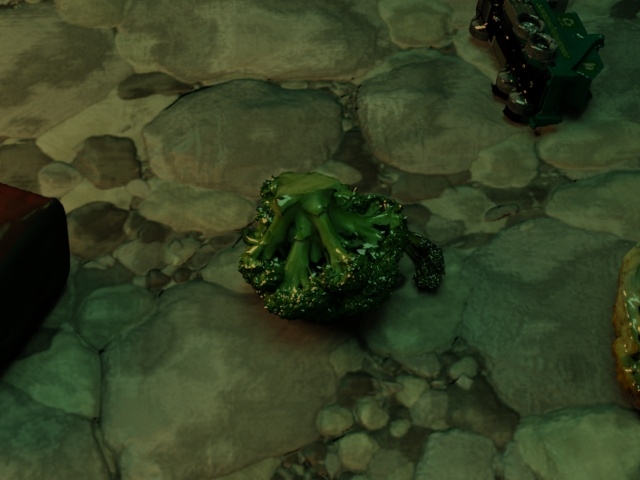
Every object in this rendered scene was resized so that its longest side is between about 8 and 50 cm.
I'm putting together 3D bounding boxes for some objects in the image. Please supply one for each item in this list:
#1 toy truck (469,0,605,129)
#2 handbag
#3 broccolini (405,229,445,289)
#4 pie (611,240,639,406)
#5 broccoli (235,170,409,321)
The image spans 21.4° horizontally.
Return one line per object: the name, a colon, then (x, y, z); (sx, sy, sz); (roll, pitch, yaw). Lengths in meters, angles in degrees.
toy truck: (0.261, -0.233, 1.996); (0.116, 0.110, 0.216); (-3, 46, -17)
handbag: (-0.388, 0.035, 1.731); (0.181, 0.181, 0.254); (19, 49, 15)
broccolini: (0.070, -0.008, 1.851); (0.194, 0.054, 0.052); (33, 25, 34)
pie: (0.428, 0.080, 1.716); (0.308, 0.085, 0.308); (-2, 48, 2)
broccoli: (0.000, 0.000, 1.764); (0.195, 0.156, 0.195); (-10, 28, 5)
